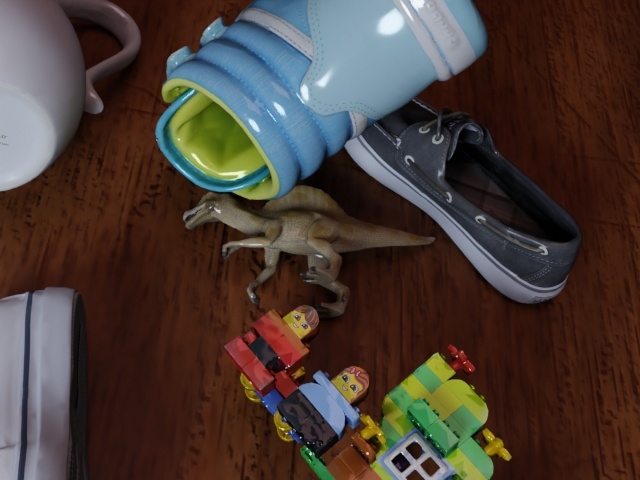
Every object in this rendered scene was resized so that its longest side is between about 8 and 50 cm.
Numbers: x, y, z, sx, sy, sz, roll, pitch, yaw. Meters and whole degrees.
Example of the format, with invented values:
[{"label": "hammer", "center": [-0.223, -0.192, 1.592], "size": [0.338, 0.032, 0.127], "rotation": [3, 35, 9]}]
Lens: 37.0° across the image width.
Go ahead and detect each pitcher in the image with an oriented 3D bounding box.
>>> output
[{"label": "pitcher", "center": [-0.199, -0.125, 0.644], "size": [0.177, 0.125, 0.207], "rotation": [11, 38, -27]}]

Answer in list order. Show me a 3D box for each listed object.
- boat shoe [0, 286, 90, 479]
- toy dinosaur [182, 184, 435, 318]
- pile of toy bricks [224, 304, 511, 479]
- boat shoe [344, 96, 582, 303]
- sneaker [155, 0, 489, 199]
[{"label": "boat shoe", "center": [-0.160, 0.123, 0.493], "size": [0.075, 0.083, 0.226], "rotation": [-6, 43, -6]}, {"label": "toy dinosaur", "center": [0.000, 0.000, 0.638], "size": [0.183, 0.053, 0.093], "rotation": [8, 51, -10]}, {"label": "pile of toy bricks", "center": [0.048, 0.104, 0.521], "size": [0.105, 0.118, 0.212], "rotation": [-38, 70, -14]}, {"label": "boat shoe", "center": [0.098, -0.055, 0.692], "size": [0.080, 0.076, 0.228], "rotation": [-25, 64, -31]}, {"label": "sneaker", "center": [-0.030, -0.137, 0.676], "size": [0.208, 0.319, 0.127], "rotation": [-37, 110, 3]}]
